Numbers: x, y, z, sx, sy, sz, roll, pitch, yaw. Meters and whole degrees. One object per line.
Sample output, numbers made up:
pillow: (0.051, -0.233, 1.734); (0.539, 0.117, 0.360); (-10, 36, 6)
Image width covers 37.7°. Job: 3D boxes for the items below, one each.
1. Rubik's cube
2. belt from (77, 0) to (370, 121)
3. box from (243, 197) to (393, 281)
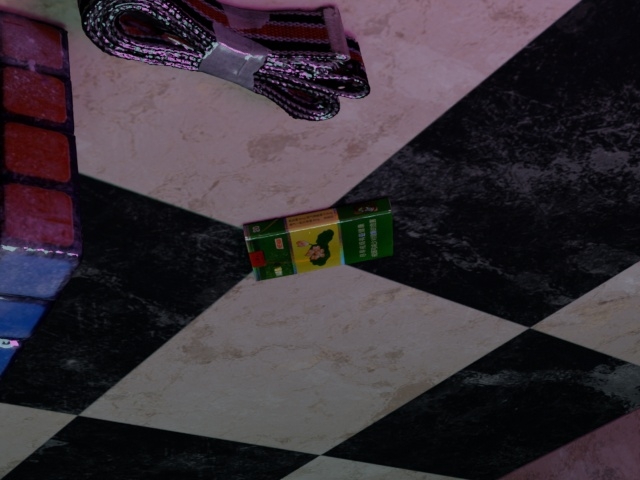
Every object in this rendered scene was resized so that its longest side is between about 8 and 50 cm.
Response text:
Rubik's cube: (-0.478, -0.049, 1.013); (0.344, 0.344, 0.337); (13, 139, -31)
belt: (-0.108, -0.232, 1.086); (0.359, 0.094, 0.126); (11, 141, -30)
box: (0.000, 0.000, 1.511); (0.235, 0.034, 0.132); (-11, 147, -2)
